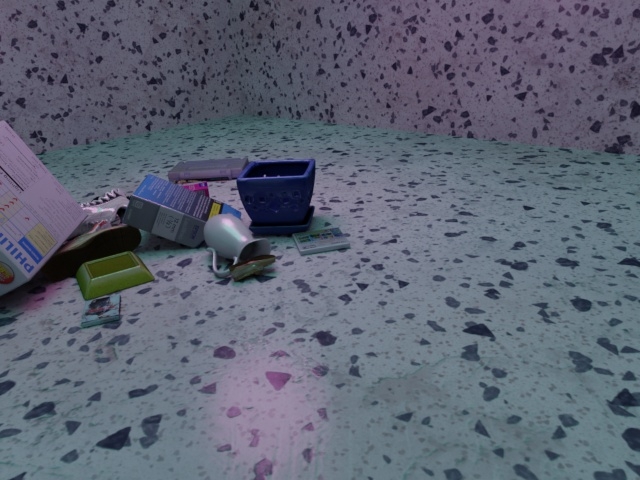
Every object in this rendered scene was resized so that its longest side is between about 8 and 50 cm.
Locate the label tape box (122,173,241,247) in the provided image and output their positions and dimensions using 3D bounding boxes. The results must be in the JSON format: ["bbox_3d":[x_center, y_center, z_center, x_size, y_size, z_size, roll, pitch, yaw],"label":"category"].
[{"bbox_3d":[-0.451,-0.083,1.639,0.347,0.115,0.249,23,18,-15],"label":"label tape box"}]

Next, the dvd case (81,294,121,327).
[{"bbox_3d":[-0.549,0.175,1.222,0.087,0.013,0.119,-11,25,-16],"label":"dvd case"}]

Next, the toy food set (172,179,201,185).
[{"bbox_3d":[-0.614,-0.258,2.230,0.122,0.019,0.078,4,24,-2],"label":"toy food set"}]

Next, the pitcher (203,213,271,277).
[{"bbox_3d":[-0.275,0.016,1.435,0.177,0.126,0.207,-36,48,-27],"label":"pitcher"}]

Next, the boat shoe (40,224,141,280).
[{"bbox_3d":[-0.703,0.024,1.486,0.302,0.109,0.098,-29,35,-35],"label":"boat shoe"}]

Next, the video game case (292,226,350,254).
[{"bbox_3d":[0.000,0.000,1.533,0.157,0.019,0.143,-9,24,-10],"label":"video game case"}]

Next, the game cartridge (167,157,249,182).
[{"bbox_3d":[-0.537,-0.342,2.362,0.354,0.068,0.230,-3,27,1],"label":"game cartridge"}]

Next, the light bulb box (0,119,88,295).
[{"bbox_3d":[-0.901,-0.077,1.320,0.225,0.358,0.361,-25,27,15],"label":"light bulb box"}]

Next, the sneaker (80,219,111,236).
[{"bbox_3d":[-0.782,-0.026,1.669,0.064,0.061,0.158,-5,22,13],"label":"sneaker"}]

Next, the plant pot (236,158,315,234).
[{"bbox_3d":[-0.135,-0.144,1.644,0.235,0.212,0.236,-1,24,6],"label":"plant pot"}]

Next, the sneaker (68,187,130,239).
[{"bbox_3d":[-0.803,-0.082,1.753,0.118,0.110,0.292,39,49,10],"label":"sneaker"}]

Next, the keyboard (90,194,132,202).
[{"bbox_3d":[-0.865,-0.132,1.963,0.201,0.033,0.317,-10,24,1],"label":"keyboard"}]

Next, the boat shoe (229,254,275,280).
[{"bbox_3d":[-0.186,0.075,1.354,0.135,0.045,0.050,-17,18,-19],"label":"boat shoe"}]

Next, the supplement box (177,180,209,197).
[{"bbox_3d":[-0.529,-0.147,1.842,0.219,0.114,0.111,-8,23,-14],"label":"supplement box"}]

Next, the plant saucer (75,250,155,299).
[{"bbox_3d":[-0.594,0.087,1.391,0.188,0.045,0.188,-18,27,-28],"label":"plant saucer"}]
